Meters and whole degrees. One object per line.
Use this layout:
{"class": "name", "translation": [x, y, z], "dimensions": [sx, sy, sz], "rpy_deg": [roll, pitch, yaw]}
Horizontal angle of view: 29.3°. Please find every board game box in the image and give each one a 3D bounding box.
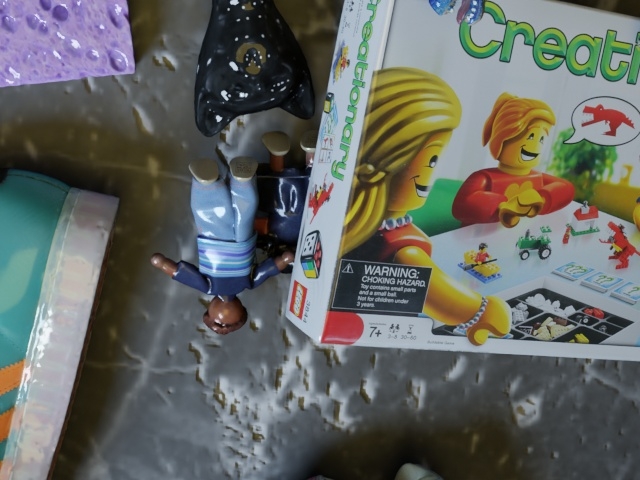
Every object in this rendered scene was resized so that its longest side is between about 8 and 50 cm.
{"class": "board game box", "translation": [0.143, -0.032, 0.687], "dimensions": [0.305, 0.053, 0.193], "rpy_deg": [5, 103, -25]}

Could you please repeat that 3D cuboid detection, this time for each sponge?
{"class": "sponge", "translation": [-0.214, -0.142, 0.694], "dimensions": [0.210, 0.031, 0.117], "rpy_deg": [-7, 105, -3]}

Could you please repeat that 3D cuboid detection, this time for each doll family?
{"class": "doll family", "translation": [0.000, 0.000, 0.723], "dimensions": [0.193, 0.076, 0.111], "rpy_deg": [5, 127, 2]}

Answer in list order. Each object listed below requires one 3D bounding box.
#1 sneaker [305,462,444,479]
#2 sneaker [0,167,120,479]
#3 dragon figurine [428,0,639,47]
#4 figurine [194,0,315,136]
{"class": "sneaker", "translation": [-0.017, 0.206, 0.769], "dimensions": [0.252, 0.103, 0.111], "rpy_deg": [-16, 101, -7]}
{"class": "sneaker", "translation": [-0.212, 0.103, 0.723], "dimensions": [0.121, 0.108, 0.302], "rpy_deg": [15, 94, -7]}
{"class": "dragon figurine", "translation": [0.167, -0.197, 0.609], "dimensions": [0.144, 0.085, 0.289], "rpy_deg": [43, 69, -20]}
{"class": "figurine", "translation": [0.025, -0.163, 0.686], "dimensions": [0.215, 0.092, 0.209], "rpy_deg": [-3, 113, -4]}
